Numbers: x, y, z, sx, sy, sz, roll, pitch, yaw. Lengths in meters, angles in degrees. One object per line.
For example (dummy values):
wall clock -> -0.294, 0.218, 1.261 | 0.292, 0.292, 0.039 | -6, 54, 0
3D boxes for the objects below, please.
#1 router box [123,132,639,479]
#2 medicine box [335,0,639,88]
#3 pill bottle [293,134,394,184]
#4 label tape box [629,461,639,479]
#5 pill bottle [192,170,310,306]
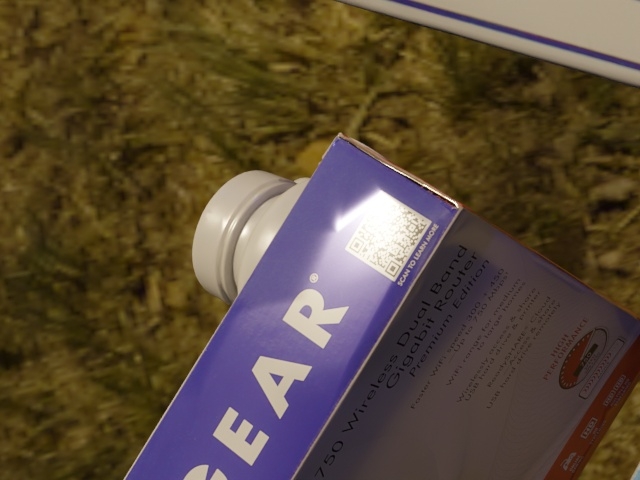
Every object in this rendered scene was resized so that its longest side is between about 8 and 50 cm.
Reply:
router box -> 0.020, 0.144, 0.911 | 0.082, 0.301, 0.335 | 33, 94, 32
medicine box -> 0.064, -0.224, 0.558 | 0.263, 0.149, 0.289 | 23, 125, 37
pill bottle -> 0.000, 0.000, 1.963 | 0.131, 0.131, 0.229 | 30, 83, 25
label tape box -> 0.202, 0.281, 0.827 | 0.241, 0.106, 0.333 | 29, 92, 15
pill bottle -> 0.033, 0.039, 1.322 | 0.272, 0.152, 0.152 | 24, 108, 37
